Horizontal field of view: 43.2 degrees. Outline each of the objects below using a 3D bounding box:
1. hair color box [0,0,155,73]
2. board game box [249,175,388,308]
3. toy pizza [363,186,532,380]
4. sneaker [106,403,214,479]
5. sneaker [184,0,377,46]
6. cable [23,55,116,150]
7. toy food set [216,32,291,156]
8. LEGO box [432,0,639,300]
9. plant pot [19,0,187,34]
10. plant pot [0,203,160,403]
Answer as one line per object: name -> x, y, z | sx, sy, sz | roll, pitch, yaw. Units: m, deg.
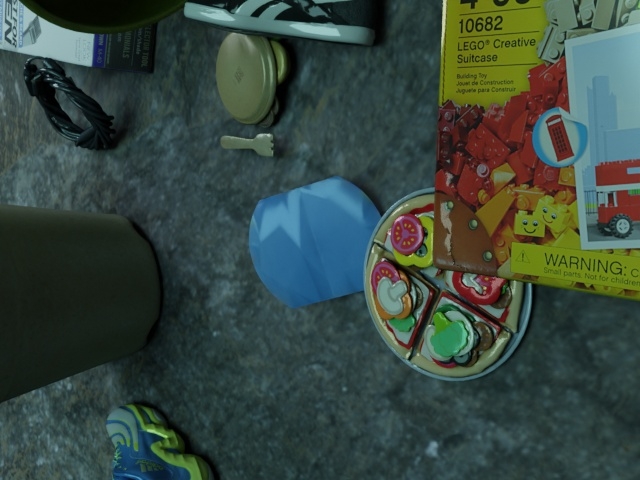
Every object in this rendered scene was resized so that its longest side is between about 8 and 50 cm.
hair color box -> -0.384, -0.364, 1.212 | 0.338, 0.110, 0.185 | 18, 105, 39
board game box -> 0.000, 0.000, 0.932 | 0.168, 0.033, 0.133 | -16, 97, 22
toy pizza -> 0.120, 0.046, 0.827 | 0.201, 0.032, 0.202 | 6, 99, 39
sneaker -> -0.265, 0.311, 1.156 | 0.240, 0.126, 0.091 | 20, 108, 40
sneaker -> -0.038, -0.284, 0.884 | 0.216, 0.079, 0.121 | 10, 98, 9
cable -> -0.370, -0.197, 1.217 | 0.150, 0.047, 0.184 | 31, 156, 5
toy food set -> -0.083, -0.205, 1.000 | 0.132, 0.038, 0.192 | 13, 109, 49
LEGO box -> 0.333, -0.140, 0.504 | 0.500, 0.193, 0.373 | 8, 100, 42
plant pot -> -0.304, -0.487, 0.922 | 0.353, 0.366, 0.367 | 42, 121, 25
plant pot -> -0.413, 0.078, 1.148 | 0.333, 0.305, 0.334 | 6, 99, 42
